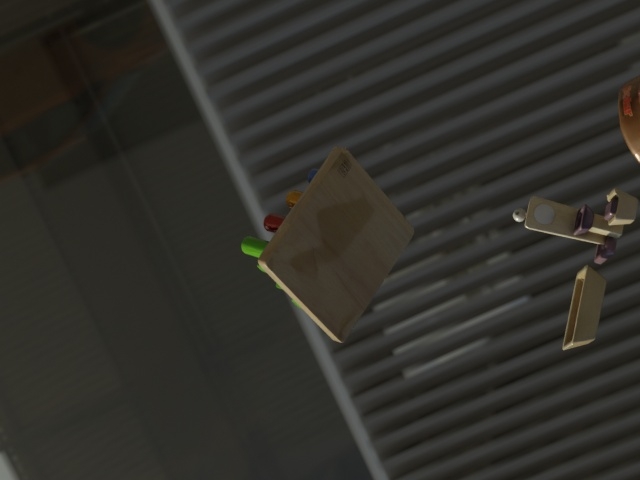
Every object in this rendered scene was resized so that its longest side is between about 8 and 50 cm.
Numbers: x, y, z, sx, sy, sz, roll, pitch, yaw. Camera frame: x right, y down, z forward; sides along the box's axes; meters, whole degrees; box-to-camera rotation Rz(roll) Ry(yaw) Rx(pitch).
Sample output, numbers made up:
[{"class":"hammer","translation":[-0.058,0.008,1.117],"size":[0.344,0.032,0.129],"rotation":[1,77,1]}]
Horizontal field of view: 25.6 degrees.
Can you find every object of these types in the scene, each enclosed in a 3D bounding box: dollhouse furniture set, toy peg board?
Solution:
[{"class":"dollhouse furniture set","translation":[0.184,0.019,1.080],"size":[0.081,0.114,0.091],"rotation":[14,166,-1]},{"class":"toy peg board","translation":[0.000,0.000,1.574],"size":[0.079,0.161,0.160],"rotation":[15,-114,46]}]

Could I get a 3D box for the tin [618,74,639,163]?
[{"class":"tin","translation":[0.358,-0.094,1.377],"size":[0.040,0.190,0.106],"rotation":[-30,-136,38]}]
